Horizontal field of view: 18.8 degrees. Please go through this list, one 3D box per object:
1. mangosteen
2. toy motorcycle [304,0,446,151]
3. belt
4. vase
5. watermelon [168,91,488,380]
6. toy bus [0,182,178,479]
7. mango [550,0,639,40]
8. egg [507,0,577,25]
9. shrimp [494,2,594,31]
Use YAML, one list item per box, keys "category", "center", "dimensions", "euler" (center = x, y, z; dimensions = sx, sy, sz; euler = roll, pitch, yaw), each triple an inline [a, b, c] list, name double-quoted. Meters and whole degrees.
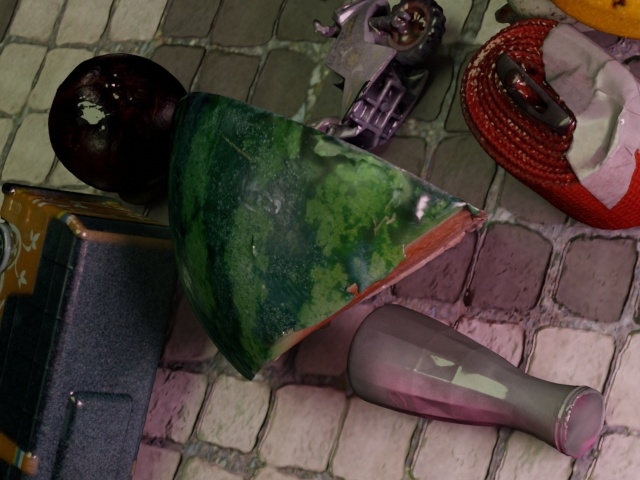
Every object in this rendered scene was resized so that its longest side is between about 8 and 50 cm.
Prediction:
- category: "mangosteen"
  center: [-0.198, -0.108, 1.916]
  dimensions: [0.152, 0.152, 0.152]
  euler: [-20, 55, 31]
- category: "toy motorcycle"
  center: [0.028, -0.141, 1.781]
  dimensions: [0.122, 0.080, 0.215]
  euler: [35, 96, 46]
- category: "belt"
  center: [0.202, -0.099, 1.580]
  dimensions: [0.128, 0.124, 0.201]
  euler: [-51, 45, 8]
- category: "vase"
  center: [0.126, 0.117, 1.555]
  dimensions: [0.214, 0.086, 0.086]
  euler: [17, 78, 39]
- category: "watermelon"
  center: [-0.028, 0.018, 1.610]
  dimensions: [0.319, 0.292, 0.222]
  euler: [22, 92, 14]
- category: "toy bus"
  center: [-0.234, 0.101, 1.768]
  dimensions: [0.167, 0.138, 0.275]
  euler: [22, 101, 48]
- category: "mango"
  center: [0.316, -0.258, 1.549]
  dimensions: [0.295, 0.120, 0.177]
  euler: [-32, 84, 7]
- category: "egg"
  center: [0.192, -0.229, 1.618]
  dimensions: [0.085, 0.110, 0.085]
  euler: [-13, 39, 11]
- category: "shrimp"
  center: [0.225, -0.286, 1.708]
  dimensions: [0.360, 0.085, 0.247]
  euler: [-15, 64, 29]
